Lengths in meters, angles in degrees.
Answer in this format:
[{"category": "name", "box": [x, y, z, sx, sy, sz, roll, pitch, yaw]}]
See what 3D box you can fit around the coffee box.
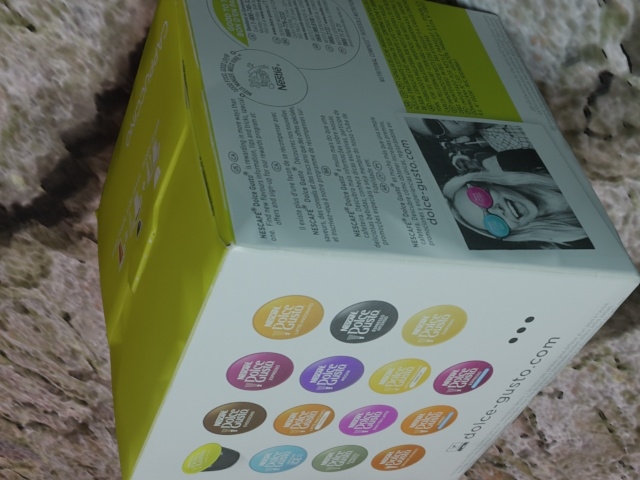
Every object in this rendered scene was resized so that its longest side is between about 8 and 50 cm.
[{"category": "coffee box", "box": [0.000, 0.000, 0.894, 0.334, 0.338, 0.338, 5, 137, -23]}]
